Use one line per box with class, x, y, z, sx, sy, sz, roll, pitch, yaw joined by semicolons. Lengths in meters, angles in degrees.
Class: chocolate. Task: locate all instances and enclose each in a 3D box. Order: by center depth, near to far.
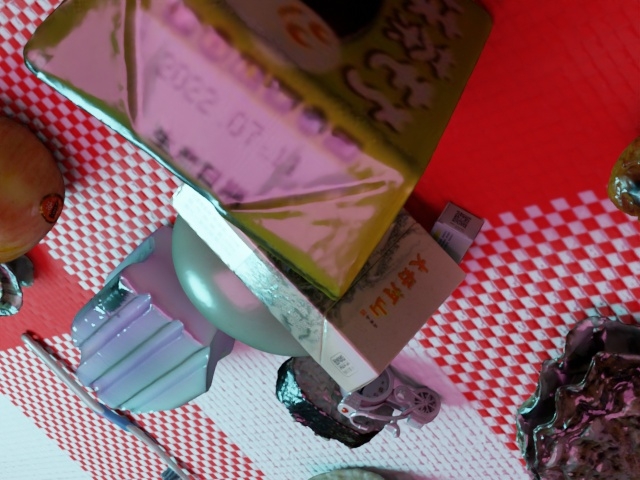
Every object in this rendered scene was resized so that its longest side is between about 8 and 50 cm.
chocolate;-0.021;-0.153;0.846;0.289;0.301;0.137;39;132;-8

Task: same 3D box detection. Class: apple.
apple;-0.418;-0.061;1.348;0.209;0.164;0.209;21;144;16

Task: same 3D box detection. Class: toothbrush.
toothbrush;-0.347;0.283;1.802;0.386;0.040;0.040;48;141;-13

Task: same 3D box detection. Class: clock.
clock;0.082;0.196;1.338;0.129;0.087;0.041;24;143;-1

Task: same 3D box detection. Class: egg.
egg;-0.056;0.030;1.177;0.231;0.168;0.168;40;143;-16

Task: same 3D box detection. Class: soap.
soap;-0.224;0.126;1.463;0.193;0.109;0.324;41;142;-9

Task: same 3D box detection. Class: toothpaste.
toothpaste;0.121;0.024;1.151;0.046;0.034;0.164;30;143;6

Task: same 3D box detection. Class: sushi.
sushi;0.015;0.199;1.385;0.150;0.090;0.078;34;148;-4

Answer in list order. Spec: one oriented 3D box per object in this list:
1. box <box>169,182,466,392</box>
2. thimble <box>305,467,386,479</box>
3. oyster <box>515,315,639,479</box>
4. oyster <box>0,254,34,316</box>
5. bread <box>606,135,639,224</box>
box;0.000;0.000;1.070;0.256;0.164;0.069;47;144;-1
thimble;0.044;0.437;1.540;0.229;0.196;0.148;-11;127;42
oyster;0.301;0.198;1.155;0.198;0.112;0.267;15;129;-3
oyster;-0.573;-0.009;1.552;0.351;0.158;0.162;35;111;-25
bread;0.357;-0.061;0.844;0.269;0.095;0.139;-22;120;32
